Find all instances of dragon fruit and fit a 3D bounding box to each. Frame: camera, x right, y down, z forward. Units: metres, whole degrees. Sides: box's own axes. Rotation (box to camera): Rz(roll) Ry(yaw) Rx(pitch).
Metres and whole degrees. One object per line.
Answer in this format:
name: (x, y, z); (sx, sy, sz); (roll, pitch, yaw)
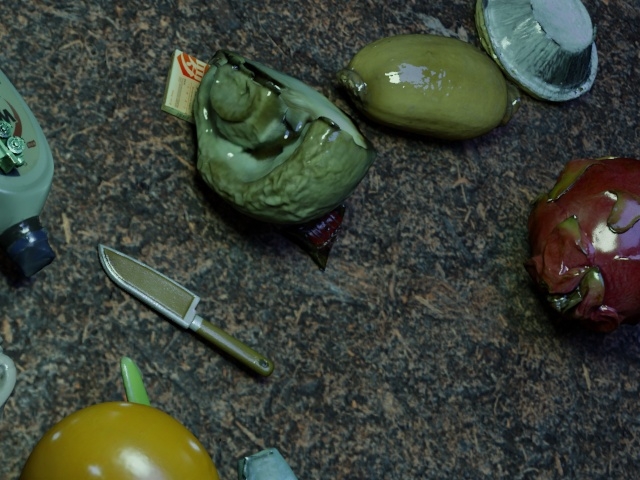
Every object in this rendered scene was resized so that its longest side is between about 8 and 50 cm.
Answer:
dragon fruit: (0.411, 0.000, 2.264); (0.315, 0.250, 0.250); (-6, 68, -56)

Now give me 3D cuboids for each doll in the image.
doll: (-0.191, 0.253, 1.690); (0.213, 0.213, 0.236); (46, 33, -6)

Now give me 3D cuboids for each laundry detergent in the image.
laundry detergent: (-0.397, -0.078, 1.780); (0.215, 0.105, 0.280); (-28, 85, -43)

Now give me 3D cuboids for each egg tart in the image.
egg tart: (0.345, -0.323, 2.483); (0.234, 0.094, 0.234); (18, 57, -30)

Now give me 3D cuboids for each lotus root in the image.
lotus root: (0.161, -0.214, 2.255); (0.303, 0.131, 0.146); (6, 63, -35)

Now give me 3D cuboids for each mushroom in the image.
mushroom: (-0.056, -0.113, 2.019); (0.267, 0.164, 0.189); (36, 10, 31)

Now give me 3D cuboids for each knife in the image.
knife: (-0.160, 0.082, 1.919); (0.256, 0.022, 0.046); (34, 56, -11)

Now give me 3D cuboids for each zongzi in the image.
zongzi: (0.000, 0.000, 2.078); (0.083, 0.067, 0.073); (-30, 97, -25)

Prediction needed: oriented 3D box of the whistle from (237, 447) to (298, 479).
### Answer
whistle: (-0.029, 0.357, 1.784); (0.180, 0.093, 0.269); (-19, 91, -23)

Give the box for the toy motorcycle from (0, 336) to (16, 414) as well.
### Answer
toy motorcycle: (-0.421, 0.157, 1.624); (0.341, 0.108, 0.223); (-25, 76, -50)

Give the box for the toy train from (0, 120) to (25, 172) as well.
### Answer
toy train: (-0.353, -0.108, 1.734); (0.053, 0.033, 0.083); (-38, 91, -38)

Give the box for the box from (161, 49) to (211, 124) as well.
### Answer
box: (-0.169, -0.195, 2.076); (0.058, 0.015, 0.093); (23, 54, -23)
